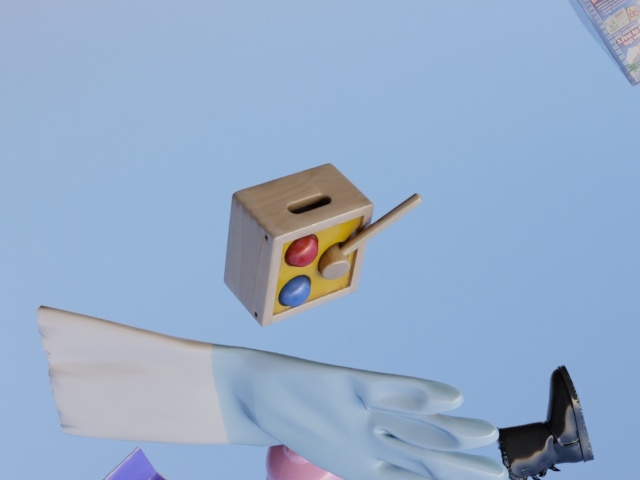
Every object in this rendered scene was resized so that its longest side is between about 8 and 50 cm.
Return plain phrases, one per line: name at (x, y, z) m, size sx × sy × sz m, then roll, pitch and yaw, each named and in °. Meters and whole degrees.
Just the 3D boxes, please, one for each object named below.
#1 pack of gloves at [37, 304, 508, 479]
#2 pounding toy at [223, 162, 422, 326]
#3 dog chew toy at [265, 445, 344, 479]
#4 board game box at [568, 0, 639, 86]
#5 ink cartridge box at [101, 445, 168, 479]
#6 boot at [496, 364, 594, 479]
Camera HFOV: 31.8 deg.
pack of gloves at (-0.016, 0.121, 0.564) m, size 0.232 × 0.195 × 0.046 m, roll 9°, pitch -144°, yaw 19°
pounding toy at (0.000, 0.000, 1.034) m, size 0.141 × 0.130 × 0.100 m, roll -19°, pitch -132°, yaw -30°
dog chew toy at (0.010, 0.375, 1.675) m, size 0.207 × 0.332 × 0.206 m, roll -8°, pitch -127°, yaw 11°
board game box at (0.291, -0.290, 1.219) m, size 0.060 × 0.194 × 0.194 m, roll -33°, pitch -151°, yaw 14°
ink cartridge box at (-0.230, 0.384, 1.311) m, size 0.206 × 0.208 × 0.045 m, roll -43°, pitch -146°, yaw -26°
boot at (0.241, 0.205, 1.238) m, size 0.099 × 0.121 × 0.045 m, roll -15°, pitch -171°, yaw 6°
